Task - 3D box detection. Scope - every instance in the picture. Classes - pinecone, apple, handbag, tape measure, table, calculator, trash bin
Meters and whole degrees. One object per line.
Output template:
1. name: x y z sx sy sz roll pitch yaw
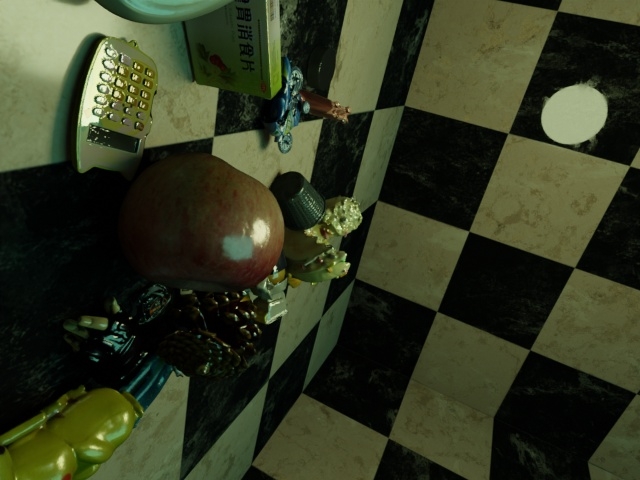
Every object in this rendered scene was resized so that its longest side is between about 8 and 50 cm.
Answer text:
1. pinecone: -0.266 0.227 1.061 0.264 0.264 0.264 -56 159 -35
2. apple: -0.229 -0.037 0.852 0.345 0.344 0.270 52 40 -70
3. handbag: 0.004 -0.428 1.334 0.212 0.157 0.059 -16 126 -68
4. tape measure: -0.398 0.151 0.978 0.094 0.054 0.091 -27 139 -58
5. table: 0.004 -0.565 1.368 0.133 0.043 0.134 -57 159 -36
6. calculator: -0.350 -0.226 0.718 0.157 0.033 0.237 1 107 -71
7. trash bin: -0.087 -0.145 1.424 0.176 0.175 0.161 -63 149 -19

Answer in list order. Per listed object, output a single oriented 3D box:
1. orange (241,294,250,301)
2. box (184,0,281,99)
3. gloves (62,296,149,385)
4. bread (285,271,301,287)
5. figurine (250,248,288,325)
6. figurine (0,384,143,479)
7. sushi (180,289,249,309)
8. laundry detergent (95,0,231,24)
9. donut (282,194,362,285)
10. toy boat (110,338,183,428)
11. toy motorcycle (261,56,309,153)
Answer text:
1. orange: -0.281 0.204 1.277 0.156 0.124 0.156 17 90 -72
2. box: -0.168 -0.415 0.791 0.261 0.175 0.062 94 16 -45
3. gloves: -0.434 0.206 0.854 0.203 0.124 0.165 93 6 -64
4. bread: -0.093 0.064 1.694 0.246 0.121 0.174 -56 160 -31
5. figurine: -0.178 0.106 1.356 0.143 0.308 0.309 -9 130 -22
6. figurine: -0.495 0.390 0.770 0.218 0.169 0.327 -50 177 22
7. sushi: -0.295 0.088 1.161 0.210 0.040 0.193 -11 120 -36
8. laundry detergent: -0.260 -0.418 0.582 0.280 0.105 0.215 -28 123 -25
9. donut: -0.008 0.007 1.495 0.150 0.307 0.371 58 32 -32
10. toy boat: -0.454 0.397 1.046 0.299 0.092 0.134 -55 162 -39
11. toy motorcycle: -0.105 -0.380 1.188 0.135 0.092 0.255 -5 107 -61
